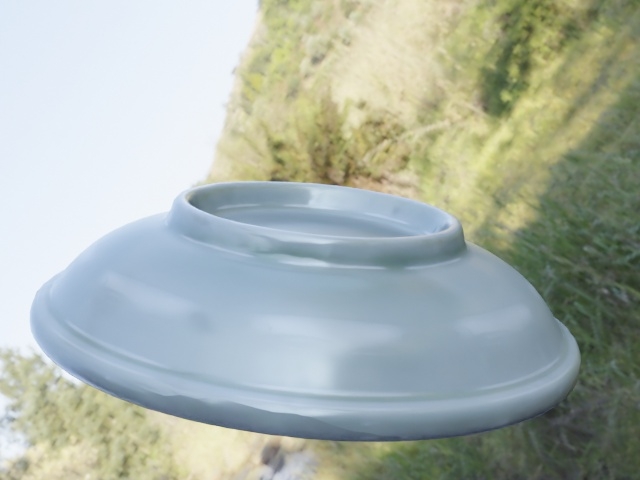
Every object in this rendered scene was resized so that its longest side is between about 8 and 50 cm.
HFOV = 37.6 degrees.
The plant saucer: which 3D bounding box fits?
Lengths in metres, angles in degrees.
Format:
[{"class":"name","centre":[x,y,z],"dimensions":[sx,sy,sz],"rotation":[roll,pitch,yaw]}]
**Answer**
[{"class":"plant saucer","centre":[-0.006,0.022,0.699],"dimensions":[0.400,0.401,0.100],"rotation":[-69,-16,-77]}]
